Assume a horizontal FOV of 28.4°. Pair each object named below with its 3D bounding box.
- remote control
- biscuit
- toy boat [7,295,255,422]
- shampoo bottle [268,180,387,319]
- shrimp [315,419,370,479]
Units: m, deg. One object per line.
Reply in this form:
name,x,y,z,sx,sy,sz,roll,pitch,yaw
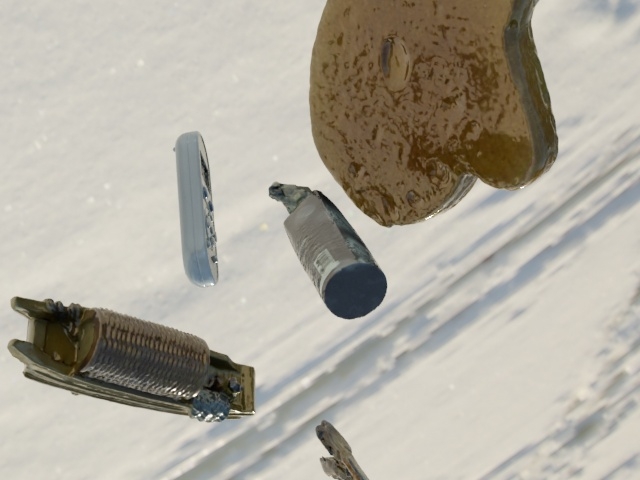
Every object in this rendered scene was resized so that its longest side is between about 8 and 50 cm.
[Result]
remote control,-0.173,-0.044,1.750,0.047,0.244,0.087,-12,148,6
biscuit,0.113,-0.158,1.203,0.057,0.287,0.344,-24,140,-41
toy boat,-0.198,0.132,1.378,0.310,0.089,0.115,20,146,-28
shampoo bottle,0.001,-0.001,1.141,0.057,0.208,0.063,-42,118,5
shrimp,0.023,0.278,1.599,0.035,0.195,0.148,-39,116,-11
